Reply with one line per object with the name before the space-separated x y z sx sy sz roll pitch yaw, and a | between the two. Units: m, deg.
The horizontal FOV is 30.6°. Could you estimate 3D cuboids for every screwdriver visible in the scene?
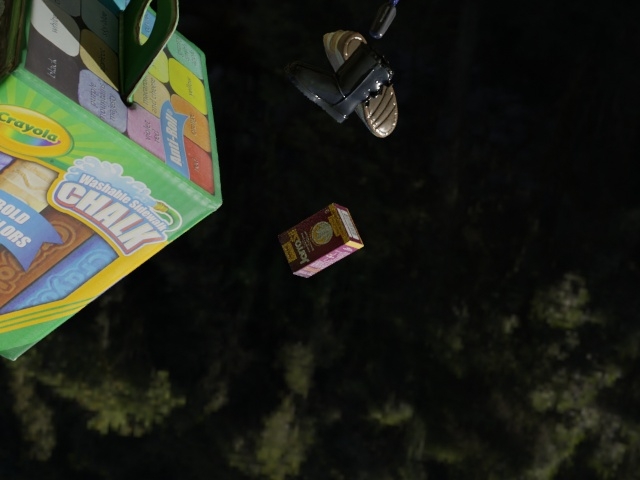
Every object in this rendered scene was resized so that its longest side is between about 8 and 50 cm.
screwdriver | 0.112 -0.345 1.593 0.025 0.170 0.024 19 161 37

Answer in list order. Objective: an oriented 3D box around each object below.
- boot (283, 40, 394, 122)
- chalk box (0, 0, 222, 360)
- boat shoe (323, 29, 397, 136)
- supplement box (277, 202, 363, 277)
boot | 0.027 -0.213 1.484 0.121 0.099 0.045 36 -156 -31
chalk box | -0.189 -0.083 0.821 0.179 0.289 0.180 36 -149 -38
boat shoe | 0.059 -0.244 1.795 0.068 0.190 0.072 -43 -142 -25
supplement box | 0.000 0.000 1.395 0.083 0.055 0.043 -31 160 19
